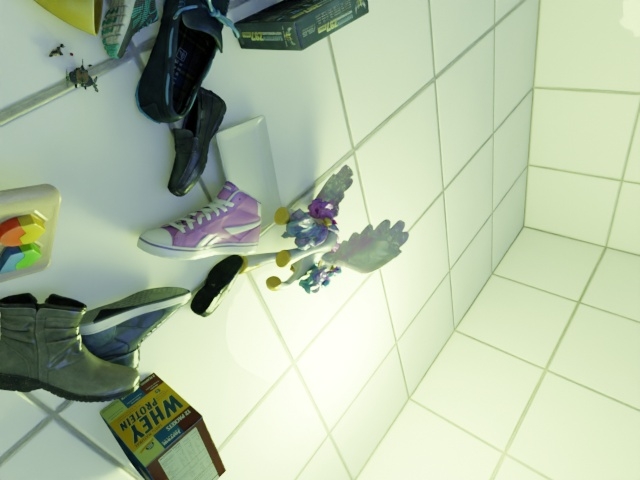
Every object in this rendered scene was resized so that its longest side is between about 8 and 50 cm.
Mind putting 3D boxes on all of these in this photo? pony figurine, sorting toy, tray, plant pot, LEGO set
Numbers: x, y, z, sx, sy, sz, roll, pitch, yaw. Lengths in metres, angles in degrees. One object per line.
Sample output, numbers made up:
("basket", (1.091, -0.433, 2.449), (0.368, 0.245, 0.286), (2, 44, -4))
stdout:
("pony figurine", (0.000, 0.000, 1.152), (0.351, 0.303, 0.363), (-48, 154, 26))
("sorting toy", (-0.486, 0.012, 0.628), (0.193, 0.038, 0.208), (-21, 159, -44))
("tray", (-0.169, -0.147, 1.031), (0.145, 0.030, 0.270), (-34, 130, -36))
("plant pot", (-0.368, -0.376, 0.621), (0.095, 0.134, 0.134), (6, 103, -23))
("LEGO set", (-0.398, -0.275, 0.705), (0.054, 0.023, 0.083), (-42, 122, -34))

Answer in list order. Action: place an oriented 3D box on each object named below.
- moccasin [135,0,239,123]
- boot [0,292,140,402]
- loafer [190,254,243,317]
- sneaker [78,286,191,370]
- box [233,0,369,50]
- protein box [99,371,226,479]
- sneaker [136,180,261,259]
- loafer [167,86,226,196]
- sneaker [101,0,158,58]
("moccasin", (-0.219, -0.370, 0.796), (0.138, 0.117, 0.342), (12, 97, -52))
("boot", (-0.429, 0.183, 0.752), (0.247, 0.083, 0.161), (14, 99, -21))
("loafer", (-0.244, 0.109, 1.044), (0.170, 0.062, 0.061), (-52, 161, -16))
("sneaker", (-0.365, 0.195, 0.891), (0.226, 0.086, 0.163), (-19, 112, -36))
("box", (-0.037, -0.470, 0.919), (0.233, 0.183, 0.059), (-44, 136, -30))
("protein box", (-0.341, 0.442, 0.950), (0.136, 0.200, 0.201), (-36, 131, -36))
("sneaker", (-0.244, -0.050, 0.918), (0.282, 0.102, 0.161), (-7, 115, -49))
("loafer", (-0.261, -0.197, 0.864), (0.078, 0.076, 0.223), (26, 81, -47))
("sneaker", (-0.309, -0.380, 0.730), (0.076, 0.065, 0.166), (14, 97, -56))
